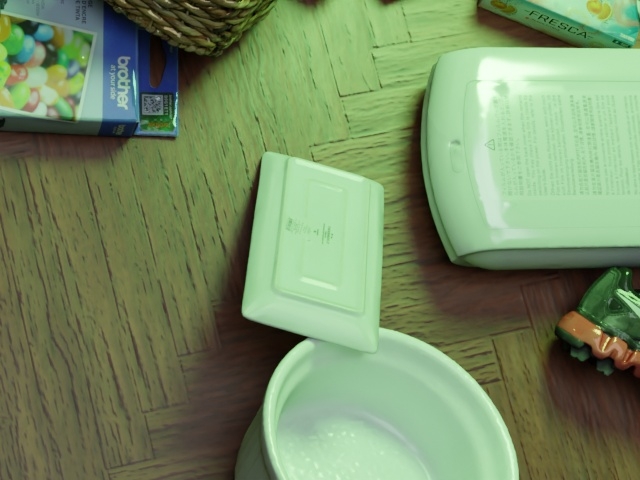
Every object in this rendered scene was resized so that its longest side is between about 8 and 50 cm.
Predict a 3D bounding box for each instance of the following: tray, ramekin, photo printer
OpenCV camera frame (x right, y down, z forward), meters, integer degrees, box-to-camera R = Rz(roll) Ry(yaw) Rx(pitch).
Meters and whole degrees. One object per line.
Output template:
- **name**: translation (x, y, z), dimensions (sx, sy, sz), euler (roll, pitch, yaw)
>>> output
- **tray**: translation (0.000, 0.000, 1.868), dimensions (0.145, 0.030, 0.270), euler (15, 40, -9)
- **ramekin**: translation (0.047, 0.236, 1.793), dimensions (0.277, 0.135, 0.277), euler (15, 50, -19)
- **photo printer**: translation (0.264, -0.092, 1.989), dimensions (0.307, 0.107, 0.256), euler (-2, 76, -14)

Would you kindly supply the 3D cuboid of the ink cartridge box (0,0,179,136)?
- **ink cartridge box**: translation (-0.301, -0.209, 1.906), dimensions (0.311, 0.065, 0.186), euler (3, 74, -15)

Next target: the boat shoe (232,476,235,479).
- **boat shoe**: translation (-0.078, 0.268, 1.840), dimensions (0.045, 0.050, 0.135), euler (38, 70, 4)

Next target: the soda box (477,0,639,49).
- **soda box**: translation (0.279, -0.274, 2.063), dimensions (0.183, 0.063, 0.058), euler (20, 72, -8)

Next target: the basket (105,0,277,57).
- **basket**: translation (-0.149, -0.372, 1.860), dimensions (0.299, 0.223, 0.213), euler (41, 40, 1)

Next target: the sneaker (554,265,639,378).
- **sneaker**: translation (0.403, 0.118, 1.960), dimensions (0.276, 0.097, 0.135), euler (28, 92, -5)
